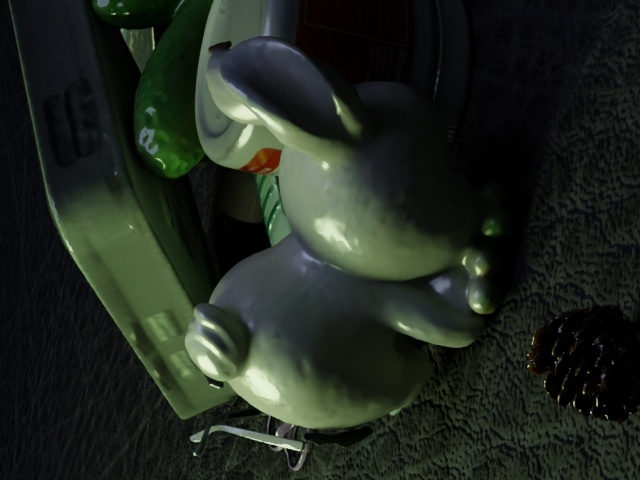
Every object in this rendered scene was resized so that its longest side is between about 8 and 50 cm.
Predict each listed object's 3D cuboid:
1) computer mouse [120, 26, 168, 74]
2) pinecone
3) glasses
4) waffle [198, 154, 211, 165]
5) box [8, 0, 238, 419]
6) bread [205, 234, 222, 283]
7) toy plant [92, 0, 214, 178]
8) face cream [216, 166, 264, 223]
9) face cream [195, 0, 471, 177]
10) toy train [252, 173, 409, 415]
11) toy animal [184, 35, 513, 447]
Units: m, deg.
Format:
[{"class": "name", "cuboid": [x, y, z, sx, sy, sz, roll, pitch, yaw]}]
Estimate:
[{"class": "computer mouse", "cuboid": [-0.226, -0.278, 2.094, 0.126, 0.071, 0.231, -63, -23, -56]}, {"class": "pinecone", "cuboid": [0.176, 0.080, 1.045, 0.077, 0.077, 0.083, -64, 36, 35]}, {"class": "glasses", "cuboid": [-0.076, 0.184, 1.600, 0.140, 0.104, 0.062, -149, 68, -71]}, {"class": "waffle", "cuboid": [-0.147, -0.237, 1.987, 0.309, 0.065, 0.283, -128, 43, -70]}, {"class": "box", "cuboid": [-0.205, -0.054, 1.731, 0.396, 0.111, 0.396, 67, -176, -51]}, {"class": "bread", "cuboid": [-0.137, 0.064, 1.921, 0.153, 0.028, 0.068, -105, 34, -45]}, {"class": "toy plant", "cuboid": [-0.081, -0.261, 1.596, 0.356, 0.210, 0.317, -53, 12, 15]}, {"class": "face cream", "cuboid": [-0.069, -0.122, 1.786, 0.084, 0.057, 0.198, -149, 71, -66]}, {"class": "face cream", "cuboid": [0.006, -0.148, 1.421, 0.201, 0.187, 0.201, -170, 90, -69]}, {"class": "toy train", "cuboid": [0.000, 0.000, 1.511, 0.407, 0.088, 0.086, -106, 34, -48]}, {"class": "toy animal", "cuboid": [0.009, -0.009, 1.273, 0.183, 0.247, 0.310, -108, 31, -58]}]
